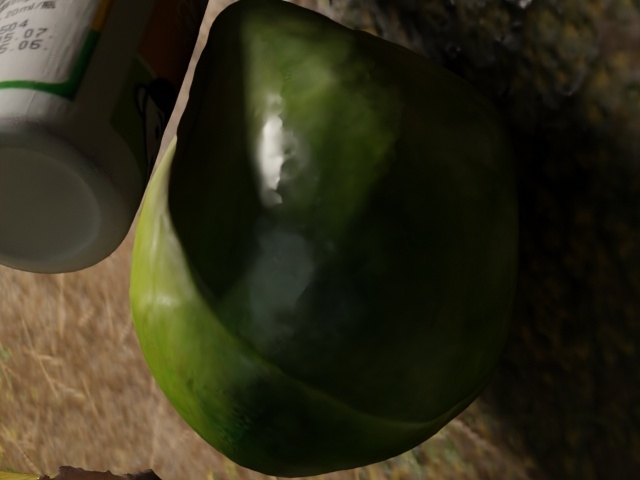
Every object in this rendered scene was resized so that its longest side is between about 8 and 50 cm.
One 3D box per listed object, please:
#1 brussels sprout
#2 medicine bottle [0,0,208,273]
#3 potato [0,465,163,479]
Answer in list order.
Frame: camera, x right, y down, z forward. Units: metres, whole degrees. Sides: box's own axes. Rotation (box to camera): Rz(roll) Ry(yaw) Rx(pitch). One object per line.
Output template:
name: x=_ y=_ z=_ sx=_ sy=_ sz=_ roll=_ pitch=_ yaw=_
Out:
brussels sprout: x=0.003 y=0.002 z=0.543 sx=0.155 sy=0.117 sz=0.155 roll=-161 pitch=90 yaw=-75
medicine bottle: x=-0.067 y=-0.073 z=0.562 sx=0.061 sy=0.220 sz=0.092 roll=7 pitch=134 yaw=5
potato: x=-0.179 y=0.211 z=0.799 sx=0.266 sy=0.229 sz=0.229 roll=-20 pitch=87 yaw=58
